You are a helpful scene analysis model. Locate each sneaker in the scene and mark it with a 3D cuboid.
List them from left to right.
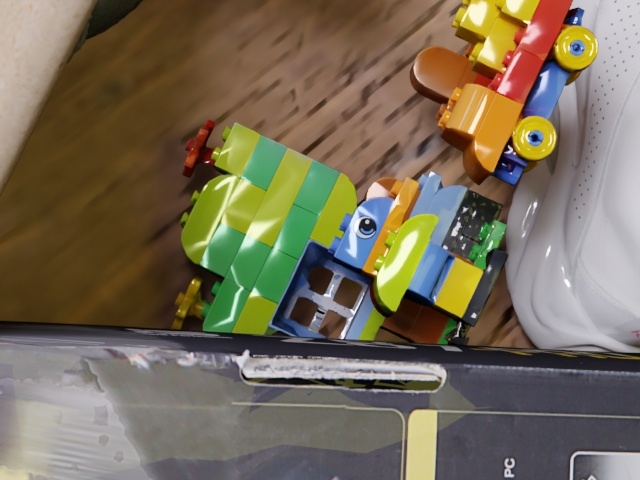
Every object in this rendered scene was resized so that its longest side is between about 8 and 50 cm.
[{"bbox_3d":[0.133,-0.070,0.685,0.090,0.115,0.232,4,80,-35],"label":"sneaker"}]

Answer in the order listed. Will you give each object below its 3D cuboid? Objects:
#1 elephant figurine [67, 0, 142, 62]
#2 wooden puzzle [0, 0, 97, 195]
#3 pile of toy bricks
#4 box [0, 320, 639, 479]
[{"bbox_3d":[-0.107,-0.104,0.497,0.186,0.169,0.239,-33,117,10],"label":"elephant figurine"},{"bbox_3d":[-0.253,-0.018,0.352,0.348,0.080,0.322,21,107,-28],"label":"wooden puzzle"},{"bbox_3d":[0.000,0.000,0.603,0.105,0.118,0.212,26,83,0],"label":"pile of toy bricks"},{"bbox_3d":[0.028,0.224,0.498,0.318,0.097,0.395,4,90,-28],"label":"box"}]
